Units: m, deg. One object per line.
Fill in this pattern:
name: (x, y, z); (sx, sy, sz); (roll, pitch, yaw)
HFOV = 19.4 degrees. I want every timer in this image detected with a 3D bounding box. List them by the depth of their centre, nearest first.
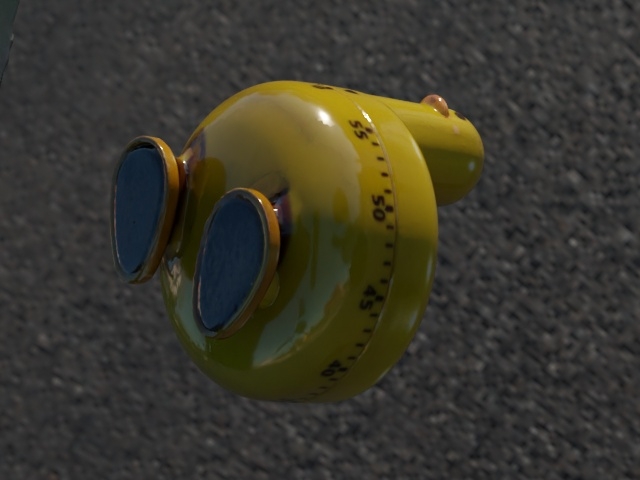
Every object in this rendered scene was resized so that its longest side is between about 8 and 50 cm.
timer: (0.000, 0.000, 0.612); (0.107, 0.109, 0.107); (-10, 78, 52)

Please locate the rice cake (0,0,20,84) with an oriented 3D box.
rice cake: (-0.123, -0.005, 0.320); (0.037, 0.189, 0.198); (-3, 73, 26)
